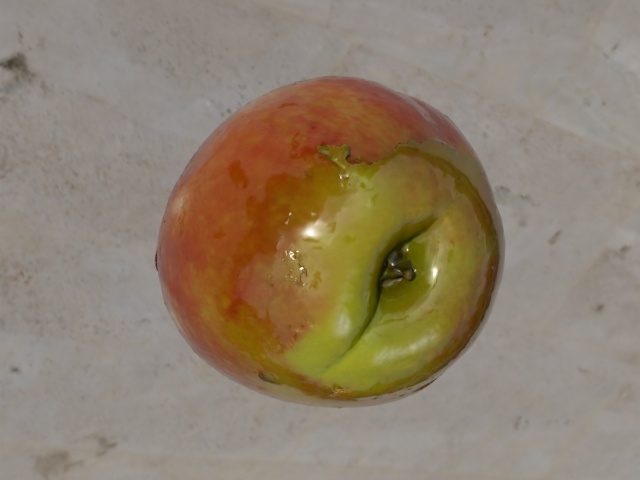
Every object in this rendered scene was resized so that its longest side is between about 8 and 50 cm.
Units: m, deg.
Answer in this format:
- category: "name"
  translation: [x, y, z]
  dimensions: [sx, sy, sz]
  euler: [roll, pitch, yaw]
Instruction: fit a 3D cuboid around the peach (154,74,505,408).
- category: "peach"
  translation: [0.000, 0.000, 1.116]
  dimensions: [0.370, 0.370, 0.370]
  euler: [-16, 132, -18]
